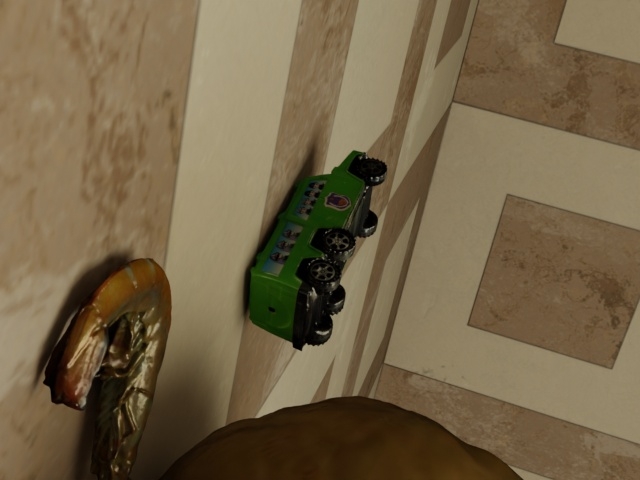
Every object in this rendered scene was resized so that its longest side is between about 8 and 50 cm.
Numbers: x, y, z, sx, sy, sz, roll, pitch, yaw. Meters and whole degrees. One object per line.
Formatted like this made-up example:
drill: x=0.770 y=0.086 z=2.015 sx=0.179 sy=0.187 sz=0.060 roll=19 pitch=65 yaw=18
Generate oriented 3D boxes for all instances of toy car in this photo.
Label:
toy car: x=0.000 y=0.000 z=0.659 sx=0.071 sy=0.063 sz=0.165 roll=97 pitch=14 yaw=-46

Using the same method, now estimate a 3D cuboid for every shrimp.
shrimp: x=-0.091 y=0.069 z=0.380 sx=0.091 sy=0.025 sz=0.127 roll=-36 pitch=137 yaw=-74

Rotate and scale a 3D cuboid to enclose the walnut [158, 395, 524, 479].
walnut: x=0.018 y=0.267 z=0.503 sx=0.383 sy=0.384 sz=0.383 roll=17 pitch=90 yaw=-80
